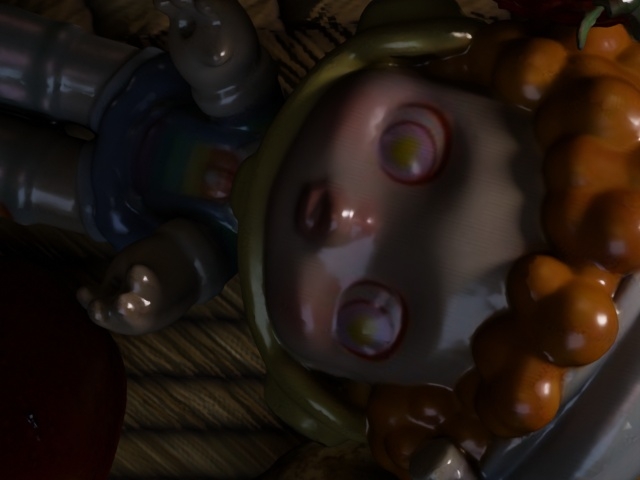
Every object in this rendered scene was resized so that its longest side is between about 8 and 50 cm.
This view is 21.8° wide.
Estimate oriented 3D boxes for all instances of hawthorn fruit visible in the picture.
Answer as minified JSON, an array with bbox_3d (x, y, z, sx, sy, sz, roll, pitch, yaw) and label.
[{"bbox_3d":[-0.193,0.099,0.887,0.169,0.188,0.169,12,135,12],"label":"hawthorn fruit"}]

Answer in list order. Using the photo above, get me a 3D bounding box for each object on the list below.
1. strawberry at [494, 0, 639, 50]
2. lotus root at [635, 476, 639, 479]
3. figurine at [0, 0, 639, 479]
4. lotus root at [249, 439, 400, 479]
[{"bbox_3d":[0.092,-0.145,0.622,0.131,0.148,0.131,-26,148,-18],"label":"strawberry"},{"bbox_3d":[0.167,0.167,0.826,0.154,0.257,0.140,22,107,-38],"label":"lotus root"},{"bbox_3d":[0.008,-0.030,0.742,0.382,0.224,0.205,32,-176,17],"label":"figurine"},{"bbox_3d":[0.050,0.183,0.956,0.214,0.138,0.138,15,137,-2],"label":"lotus root"}]
